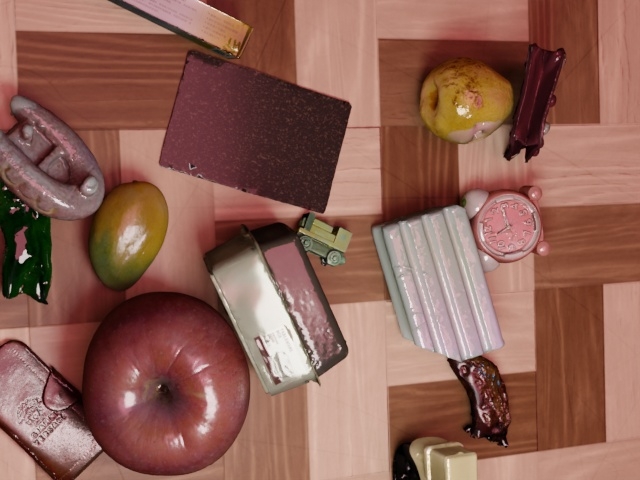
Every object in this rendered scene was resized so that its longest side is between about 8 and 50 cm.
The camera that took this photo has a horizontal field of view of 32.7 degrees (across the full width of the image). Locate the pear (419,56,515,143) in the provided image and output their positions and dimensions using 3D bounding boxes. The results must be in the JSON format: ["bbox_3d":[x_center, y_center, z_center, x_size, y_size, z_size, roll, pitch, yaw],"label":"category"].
[{"bbox_3d":[0.278,-0.261,2.056,0.178,0.178,0.178,-1,92,-21],"label":"pear"}]

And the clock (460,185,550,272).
[{"bbox_3d":[0.353,-0.028,2.141,0.162,0.093,0.166,-11,96,-12],"label":"clock"}]

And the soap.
[{"bbox_3d":[0.221,0.086,2.068,0.173,0.095,0.289,-18,93,-14],"label":"soap"}]

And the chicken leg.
[{"bbox_3d":[0.318,0.304,2.149,0.105,0.063,0.234,-17,96,-24],"label":"chicken leg"}]

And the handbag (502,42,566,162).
[{"bbox_3d":[0.408,-0.258,2.086,0.074,0.216,0.203,14,86,8],"label":"handbag"}]

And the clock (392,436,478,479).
[{"bbox_3d":[0.216,0.555,2.010,0.120,0.276,0.379,-6,91,-20],"label":"clock"}]

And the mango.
[{"bbox_3d":[-0.330,-0.008,1.871,0.130,0.092,0.195,7,100,-30],"label":"mango"}]

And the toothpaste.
[{"bbox_3d":[-0.274,-0.403,1.877,0.313,0.089,0.071,23,91,-21],"label":"toothpaste"}]

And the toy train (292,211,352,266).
[{"bbox_3d":[0.000,0.000,2.019,0.122,0.050,0.081,27,78,-20],"label":"toy train"}]

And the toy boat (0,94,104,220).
[{"bbox_3d":[-0.445,-0.132,1.793,0.227,0.085,0.155,49,47,-16],"label":"toy boat"}]

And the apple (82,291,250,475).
[{"bbox_3d":[-0.256,0.237,1.820,0.305,0.235,0.306,0,90,2],"label":"apple"}]

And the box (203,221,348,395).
[{"bbox_3d":[-0.080,0.111,1.904,0.166,0.220,0.290,-25,102,-6],"label":"box"}]

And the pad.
[{"bbox_3d":[-0.113,-0.194,1.991,0.330,0.004,0.220,16,86,-21],"label":"pad"}]

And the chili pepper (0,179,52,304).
[{"bbox_3d":[-0.492,0.000,1.819,0.098,0.061,0.224,-11,93,-34],"label":"chili pepper"}]

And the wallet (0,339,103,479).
[{"bbox_3d":[-0.475,0.289,1.852,0.137,0.031,0.255,-45,106,-14],"label":"wallet"}]
